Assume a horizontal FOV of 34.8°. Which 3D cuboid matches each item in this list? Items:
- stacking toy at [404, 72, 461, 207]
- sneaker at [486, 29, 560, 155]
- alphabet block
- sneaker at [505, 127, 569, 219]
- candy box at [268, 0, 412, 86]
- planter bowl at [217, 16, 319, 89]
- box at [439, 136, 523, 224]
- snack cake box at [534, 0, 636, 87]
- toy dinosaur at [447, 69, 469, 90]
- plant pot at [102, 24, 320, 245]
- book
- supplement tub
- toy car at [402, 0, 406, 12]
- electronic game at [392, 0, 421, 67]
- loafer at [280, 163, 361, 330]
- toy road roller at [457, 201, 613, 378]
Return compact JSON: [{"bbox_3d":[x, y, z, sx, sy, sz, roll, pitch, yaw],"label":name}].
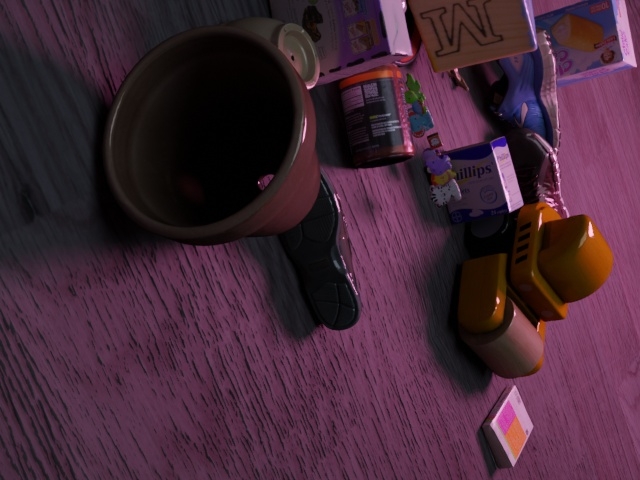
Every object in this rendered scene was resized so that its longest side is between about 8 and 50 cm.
[{"bbox_3d":[0.185,-0.175,1.794,0.167,0.052,0.221,-79,146,-72],"label":"stacking toy"},{"bbox_3d":[0.429,-0.290,2.169,0.129,0.147,0.330,-82,161,-49],"label":"sneaker"},{"bbox_3d":[0.277,-0.451,1.873,0.193,0.197,0.192,61,24,-45],"label":"alphabet block"},{"bbox_3d":[0.441,-0.085,2.133,0.162,0.106,0.281,-50,121,-45],"label":"sneaker"},{"bbox_3d":[0.025,-0.332,1.538,0.070,0.196,0.164,-10,89,-54],"label":"candy box"},{"bbox_3d":[-0.071,-0.248,1.456,0.162,0.109,0.162,20,65,-50],"label":"planter bowl"},{"bbox_3d":[0.296,-0.111,1.914,0.072,0.126,0.137,-24,100,-53],"label":"box"},{"bbox_3d":[0.533,-0.419,2.216,0.089,0.264,0.152,2,78,-54],"label":"snack cake box"},{"bbox_3d":[0.258,-0.385,2.023,0.092,0.053,0.183,-18,102,-70],"label":"toy dinosaur"},{"bbox_3d":[-0.103,-0.101,1.279,0.229,0.263,0.263,38,49,-65],"label":"plant pot"},{"bbox_3d":[0.358,0.354,1.948,0.144,0.035,0.096,-39,109,-52],"label":"book"},{"bbox_3d":[0.089,-0.223,1.674,0.106,0.106,0.197,-5,84,-55],"label":"supplement tub"},{"bbox_3d":[0.053,-0.409,1.658,0.136,0.159,0.182,-13,90,-82],"label":"toy car"},{"bbox_3d":[0.116,-0.422,1.823,0.229,0.048,0.229,22,62,-50],"label":"electronic game"},{"bbox_3d":[0.000,0.000,1.518,0.084,0.096,0.267,-61,138,-69],"label":"loafer"},{"bbox_3d":[0.408,0.078,1.914,0.202,0.241,0.329,45,47,-38],"label":"toy road roller"}]
